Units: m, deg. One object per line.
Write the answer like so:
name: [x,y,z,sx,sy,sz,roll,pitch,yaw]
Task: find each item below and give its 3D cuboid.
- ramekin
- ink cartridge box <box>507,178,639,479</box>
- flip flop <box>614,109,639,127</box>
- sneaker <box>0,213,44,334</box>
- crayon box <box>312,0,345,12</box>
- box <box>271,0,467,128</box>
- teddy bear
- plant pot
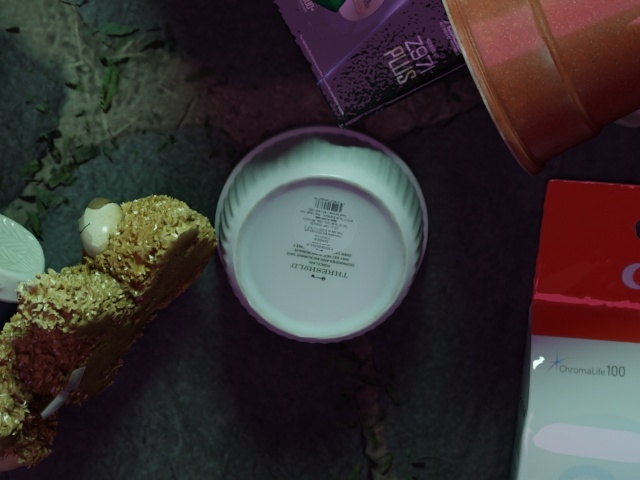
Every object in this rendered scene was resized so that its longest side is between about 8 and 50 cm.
ramekin: [0.000,0.000,1.836,0.207,0.109,0.207,0,108,1]
ink cartridge box: [0.352,0.144,1.888,0.308,0.091,0.385,5,109,-1]
flip flop: [0.364,-0.208,1.776,0.112,0.080,0.277,43,104,-12]
sneaker: [-0.443,-0.005,1.836,0.350,0.131,0.148,33,118,-3]
crayon box: [-0.033,-0.344,1.653,0.165,0.081,0.278,-51,56,14]
box: [0.042,-0.218,1.780,0.147,0.077,0.180,-26,106,8]
teddy bear: [-0.245,0.084,1.810,0.113,0.245,0.338,41,106,18]
plant pot: [0.258,-0.228,1.655,0.265,0.272,0.272,-21,107,15]
